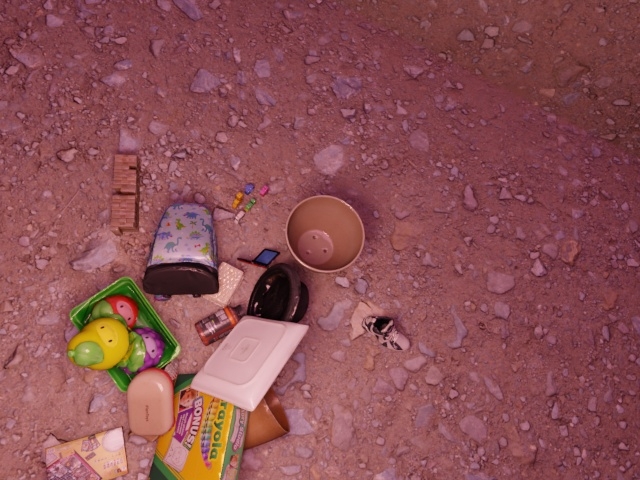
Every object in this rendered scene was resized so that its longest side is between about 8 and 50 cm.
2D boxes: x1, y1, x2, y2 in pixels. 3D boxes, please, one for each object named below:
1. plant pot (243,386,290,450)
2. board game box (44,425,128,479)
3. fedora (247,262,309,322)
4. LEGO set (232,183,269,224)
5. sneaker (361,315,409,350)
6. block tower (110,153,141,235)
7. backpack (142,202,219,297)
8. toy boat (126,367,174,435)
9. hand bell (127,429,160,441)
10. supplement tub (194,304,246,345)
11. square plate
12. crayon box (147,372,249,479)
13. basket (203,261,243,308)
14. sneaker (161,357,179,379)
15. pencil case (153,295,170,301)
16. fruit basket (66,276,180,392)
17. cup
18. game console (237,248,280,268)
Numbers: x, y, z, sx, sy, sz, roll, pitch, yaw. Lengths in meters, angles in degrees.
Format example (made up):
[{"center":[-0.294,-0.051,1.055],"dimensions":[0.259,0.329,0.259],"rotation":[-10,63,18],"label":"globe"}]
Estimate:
[{"center":[-0.282,0.680,1.573],"dimensions":[0.254,0.237,0.237],"rotation":[-32,82,-4],"label":"plant pot"},{"center":[-0.820,0.777,1.477],"dimensions":[0.243,0.042,0.165],"rotation":[-7,72,-26],"label":"board game box"},{"center":[-0.153,0.264,1.711],"dimensions":[0.152,0.334,0.334],"rotation":[20,67,-40],"label":"fedora"},{"center":[-0.329,-0.189,1.871],"dimensions":[0.087,0.093,0.227],"rotation":[38,70,1],"label":"LEGO set"},{"center":[0.298,0.397,1.798],"dimensions":[0.235,0.153,0.094],"rotation":[38,72,1],"label":"sneaker"},{"center":[-0.819,-0.192,1.770],"dimensions":[0.097,0.091,0.335],"rotation":[0,74,-11],"label":"block tower"},{"center":[-0.539,0.022,1.676],"dimensions":[0.290,0.273,0.355],"rotation":[2,37,-7],"label":"backpack"},{"center":[-0.582,0.552,1.468],"dimensions":[0.151,0.151,0.231],"rotation":[2,101,-5],"label":"toy boat"},{"center":[-0.577,0.747,1.549],"dimensions":[0.126,0.126,0.242],"rotation":[-44,98,-20],"label":"hand bell"},{"center":[-0.398,0.336,1.694],"dimensions":[0.198,0.106,0.106],"rotation":[-26,81,-18],"label":"supplement tub"},{"center":[-0.259,0.400,1.477],"dimensions":[0.347,0.344,0.049],"rotation":[-52,128,-36],"label":"square plate"},{"center":[-0.409,0.654,1.465],"dimensions":[0.313,0.106,0.363],"rotation":[-13,53,27],"label":"crayon box"},{"center":[-0.400,0.182,1.740],"dimensions":[0.113,0.103,0.167],"rotation":[27,69,-4],"label":"basket"},{"center":[-0.584,0.496,1.592],"dimensions":[0.065,0.158,0.061],"rotation":[-28,102,-2],"label":"sneaker"},{"center":[-0.649,0.171,1.712],"dimensions":[0.070,0.064,0.151],"rotation":[-5,75,-17],"label":"pencil case"},{"center":[-0.715,0.337,1.491],"dimensions":[0.283,0.392,0.392],"rotation":[-36,84,-19],"label":"fruit basket"},{"center":[0.000,0.000,1.809],"dimensions":[0.331,0.237,0.331],"rotation":[3,74,-10],"label":"cup"},{"center":[-0.263,0.066,1.774],"dimensions":[0.124,0.144,0.085],"rotation":[19,84,-36],"label":"game console"}]
